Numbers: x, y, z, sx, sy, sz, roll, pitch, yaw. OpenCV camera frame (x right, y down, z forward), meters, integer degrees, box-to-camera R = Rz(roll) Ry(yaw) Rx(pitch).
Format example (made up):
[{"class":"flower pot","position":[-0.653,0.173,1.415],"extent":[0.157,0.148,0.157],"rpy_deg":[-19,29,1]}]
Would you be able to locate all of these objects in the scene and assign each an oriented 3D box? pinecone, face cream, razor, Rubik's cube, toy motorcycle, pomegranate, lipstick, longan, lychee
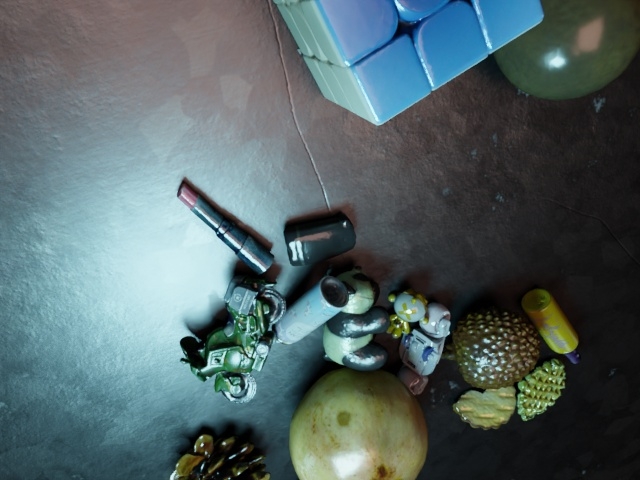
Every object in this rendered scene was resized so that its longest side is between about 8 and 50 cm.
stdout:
[{"class":"pinecone","position":[-0.224,0.568,1.124],"extent":[0.229,0.201,0.202],"rpy_deg":[-15,134,-36]},{"class":"face cream","position":[-0.033,0.158,1.017],"extent":[0.075,0.075,0.229],"rpy_deg":[23,137,-23]},{"class":"razor","position":[0.000,0.000,1.008],"extent":[0.148,0.054,0.090],"rpy_deg":[-15,120,-8]},{"class":"Rubik's cube","position":[0.097,-0.392,0.729],"extent":[0.290,0.291,0.291],"rpy_deg":[-33,117,1]},{"class":"face cream","position":[0.620,0.237,1.267],"extent":[0.078,0.078,0.273],"rpy_deg":[-40,117,5]},{"class":"toy motorcycle","position":[0.258,0.268,1.182],"extent":[0.113,0.112,0.254],"rpy_deg":[10,109,-19]},{"class":"pomegranate","position":[0.092,0.463,1.089],"extent":[0.339,0.338,0.338],"rpy_deg":[-6,114,-13]},{"class":"lipstick","position":[-0.188,-0.026,0.951],"extent":[0.053,0.053,0.234],"rpy_deg":[-42,114,5]},{"class":"toy motorcycle","position":[-0.185,0.193,1.001],"extent":[0.187,0.125,0.274],"rpy_deg":[23,97,4]},{"class":"longan","position":[0.427,-0.377,0.853],"extent":[0.258,0.258,0.257],"rpy_deg":[-6,114,-13]},{"class":"lychee","position":[0.405,0.261,1.162],"extent":[0.238,0.200,0.200],"rpy_deg":[-16,120,24]}]

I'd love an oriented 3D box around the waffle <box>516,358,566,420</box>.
[{"class":"waffle","position":[0.620,0.419,1.355],"extent":[0.184,0.036,0.169],"rpy_deg":[-23,118,-19]}]

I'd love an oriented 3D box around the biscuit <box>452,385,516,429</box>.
[{"class":"biscuit","position":[0.456,0.456,1.323],"extent":[0.183,0.118,0.061],"rpy_deg":[-18,159,-11]}]

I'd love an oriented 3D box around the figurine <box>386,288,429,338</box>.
[{"class":"figurine","position":[0.192,0.169,1.122],"extent":[0.143,0.068,0.101],"rpy_deg":[-35,92,42]}]

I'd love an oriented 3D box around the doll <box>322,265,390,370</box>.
[{"class":"doll","position":[0.077,0.174,1.060],"extent":[0.135,0.143,0.234],"rpy_deg":[1,113,-9]}]
